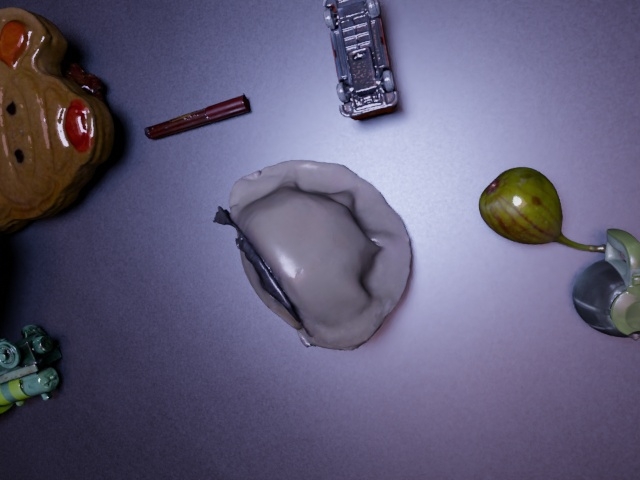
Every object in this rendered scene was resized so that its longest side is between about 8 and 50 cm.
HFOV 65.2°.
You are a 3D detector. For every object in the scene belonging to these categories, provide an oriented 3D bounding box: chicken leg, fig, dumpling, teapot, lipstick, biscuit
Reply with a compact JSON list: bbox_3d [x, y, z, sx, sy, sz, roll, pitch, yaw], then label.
[{"bbox_3d":[-0.440,-0.260,0.825,0.219,0.048,0.089,25,94,14],"label":"chicken leg"},{"bbox_3d":[0.275,-0.021,0.612,0.166,0.093,0.093,39,100,12],"label":"fig"},{"bbox_3d":[-0.011,0.001,0.657,0.205,0.163,0.292,-37,69,17],"label":"dumpling"},{"bbox_3d":[0.348,0.060,0.585,0.092,0.091,0.124,-33,93,12],"label":"teapot"},{"bbox_3d":[-0.192,-0.186,0.770,0.177,0.027,0.027,-13,87,16],"label":"lipstick"},{"bbox_3d":[-0.497,-0.183,0.803,0.382,0.074,0.358,3,102,25],"label":"biscuit"}]

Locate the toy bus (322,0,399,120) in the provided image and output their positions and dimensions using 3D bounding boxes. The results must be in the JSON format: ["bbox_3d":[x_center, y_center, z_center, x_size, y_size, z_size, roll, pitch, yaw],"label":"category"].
[{"bbox_3d":[0.056,-0.250,0.675,0.079,0.077,0.174,-11,87,15],"label":"toy bus"}]

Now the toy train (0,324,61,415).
[{"bbox_3d":[-0.528,0.227,0.842,0.200,0.083,0.132,-19,97,15],"label":"toy train"}]
